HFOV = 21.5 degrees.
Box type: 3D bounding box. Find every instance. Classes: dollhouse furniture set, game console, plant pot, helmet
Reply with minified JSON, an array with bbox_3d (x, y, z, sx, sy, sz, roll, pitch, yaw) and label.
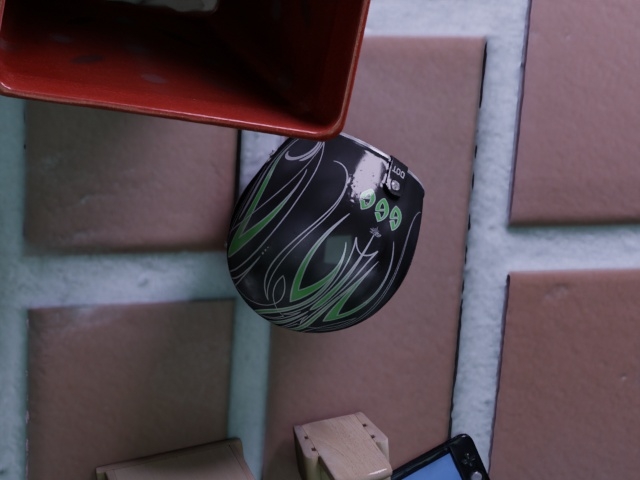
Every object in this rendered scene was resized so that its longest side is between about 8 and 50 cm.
[{"bbox_3d":[-0.053,0.353,1.509,0.286,0.198,0.303,-11,110,-13],"label":"dollhouse furniture set"},{"bbox_3d":[0.118,0.263,1.612,0.122,0.071,0.107,-28,113,-9],"label":"game console"},{"bbox_3d":[-0.116,-0.246,1.282,0.267,0.236,0.267,7,105,-19],"label":"plant pot"},{"bbox_3d":[0.000,0.000,1.449,0.169,0.169,0.161,34,77,-24],"label":"helmet"}]
